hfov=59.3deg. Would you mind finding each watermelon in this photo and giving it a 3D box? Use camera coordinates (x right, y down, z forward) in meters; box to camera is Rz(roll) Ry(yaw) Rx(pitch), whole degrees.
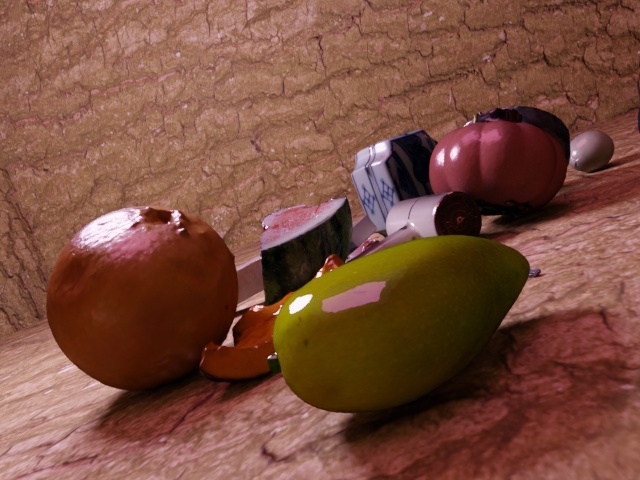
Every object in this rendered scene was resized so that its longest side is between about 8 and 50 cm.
[{"bbox_3d":[-0.072,0.025,1.194,0.201,0.212,0.262,23,35,32],"label":"watermelon"}]

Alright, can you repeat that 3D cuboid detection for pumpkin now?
[{"bbox_3d":[-0.053,0.130,0.921,0.291,0.095,0.258,-24,11,-9],"label":"pumpkin"}]

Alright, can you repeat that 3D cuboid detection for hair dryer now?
[{"bbox_3d":[0.156,0.017,1.219,0.362,0.128,0.203,-31,11,-22],"label":"hair dryer"}]

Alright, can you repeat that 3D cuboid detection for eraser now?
[{"bbox_3d":[0.047,0.023,1.355,0.092,0.046,0.212,-41,-2,-39],"label":"eraser"}]

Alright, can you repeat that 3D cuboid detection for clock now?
[{"bbox_3d":[0.500,-0.223,1.497,0.313,0.312,0.061,-16,51,30],"label":"clock"}]

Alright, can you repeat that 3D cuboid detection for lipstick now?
[{"bbox_3d":[-0.197,0.107,1.362,0.372,0.076,0.080,-28,7,1],"label":"lipstick"}]

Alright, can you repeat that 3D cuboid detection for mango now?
[{"bbox_3d":[0.107,0.076,0.623,0.343,0.155,0.192,-22,8,-31],"label":"mango"}]

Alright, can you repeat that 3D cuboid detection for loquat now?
[{"bbox_3d":[-0.302,0.096,0.985,0.329,0.328,0.328,-19,7,2],"label":"loquat"}]

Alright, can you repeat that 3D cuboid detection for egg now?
[{"bbox_3d":[0.758,-0.251,1.585,0.152,0.114,0.114,-27,9,-29],"label":"egg"}]

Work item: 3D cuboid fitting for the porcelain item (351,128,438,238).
[{"bbox_3d":[0.244,-0.157,1.591,0.286,0.281,0.157,-23,5,-42],"label":"porcelain item"}]

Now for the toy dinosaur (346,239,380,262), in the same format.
[{"bbox_3d":[0.117,0.037,1.460,0.108,0.032,0.220,-14,17,16],"label":"toy dinosaur"}]

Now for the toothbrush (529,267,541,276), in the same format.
[{"bbox_3d":[0.280,0.056,0.909,0.014,0.011,0.167,-31,12,-34],"label":"toothbrush"}]

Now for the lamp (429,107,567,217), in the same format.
[{"bbox_3d":[0.403,-0.180,1.298,0.306,0.239,0.305,4,-9,1],"label":"lamp"}]

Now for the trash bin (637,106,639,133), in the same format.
[{"bbox_3d":[0.880,-0.300,1.274,0.252,0.202,0.302,36,41,31],"label":"trash bin"}]
